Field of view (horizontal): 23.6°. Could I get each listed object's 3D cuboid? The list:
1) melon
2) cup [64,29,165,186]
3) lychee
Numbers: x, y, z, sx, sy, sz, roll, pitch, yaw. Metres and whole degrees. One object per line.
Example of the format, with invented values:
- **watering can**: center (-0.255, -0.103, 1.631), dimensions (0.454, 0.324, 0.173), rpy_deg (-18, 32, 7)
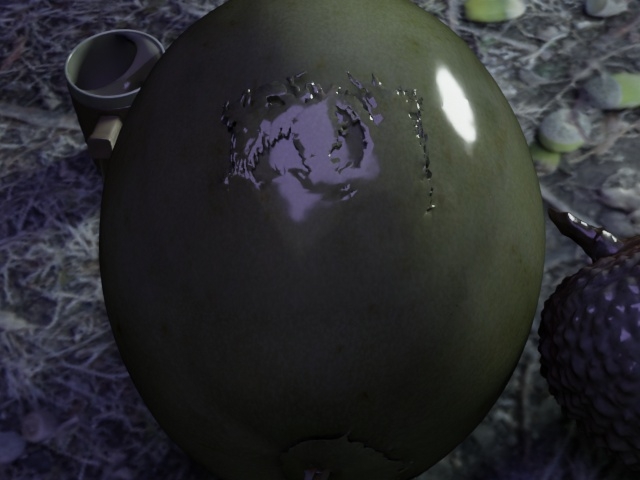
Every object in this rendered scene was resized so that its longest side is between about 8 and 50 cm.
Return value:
- **melon**: center (0.000, 0.000, 0.917), dimensions (0.269, 0.268, 0.330), rpy_deg (-1, 58, 7)
- **cup**: center (-0.136, -0.085, 1.115), dimensions (0.074, 0.099, 0.102), rpy_deg (-18, 50, -7)
- **lychee**: center (0.209, 0.052, 0.910), dimensions (0.165, 0.165, 0.197), rpy_deg (-29, 86, -16)
